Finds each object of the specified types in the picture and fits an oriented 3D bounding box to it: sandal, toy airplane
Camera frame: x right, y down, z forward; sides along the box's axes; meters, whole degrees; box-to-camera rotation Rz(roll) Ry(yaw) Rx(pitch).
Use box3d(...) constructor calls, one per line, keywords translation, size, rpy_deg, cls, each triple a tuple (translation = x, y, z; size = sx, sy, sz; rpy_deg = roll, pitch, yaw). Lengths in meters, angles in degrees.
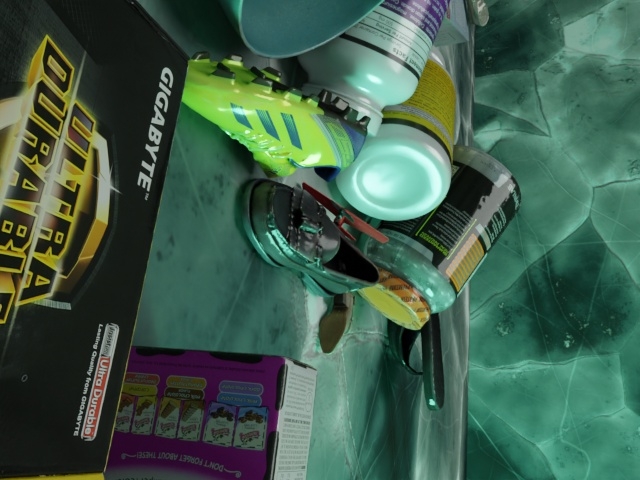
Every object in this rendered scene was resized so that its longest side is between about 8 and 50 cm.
box3d(translation=(0.208, 0.168, 1.303), size=(0.167, 0.107, 0.446), rpy_deg=(49, 32, -56), cls="sandal")
box3d(translation=(0.029, -0.032, 0.842), size=(0.028, 0.151, 0.151), rpy_deg=(-56, 151, -4), cls="toy airplane")

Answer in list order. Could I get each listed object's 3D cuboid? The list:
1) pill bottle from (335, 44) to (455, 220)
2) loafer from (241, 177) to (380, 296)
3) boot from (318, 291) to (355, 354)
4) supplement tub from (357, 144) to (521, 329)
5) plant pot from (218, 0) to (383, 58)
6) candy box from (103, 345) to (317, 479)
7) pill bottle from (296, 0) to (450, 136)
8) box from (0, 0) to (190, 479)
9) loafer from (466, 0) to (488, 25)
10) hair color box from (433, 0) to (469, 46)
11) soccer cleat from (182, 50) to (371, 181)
box3d(translation=(0.142, -0.211, 1.003), size=(0.188, 0.187, 0.334), rpy_deg=(67, 28, -43), cls="pill bottle")
box3d(translation=(0.000, 0.000, 0.770), size=(0.302, 0.095, 0.109), rpy_deg=(47, 46, -59), cls="loafer")
box3d(translation=(0.032, 0.136, 0.922), size=(0.087, 0.042, 0.118), rpy_deg=(63, 40, -62), cls="boot")
box3d(translation=(0.209, -0.005, 1.045), size=(0.316, 0.193, 0.194), rpy_deg=(-50, 142, -17), cls="supplement tub")
box3d(translation=(-0.019, -0.359, 0.571), size=(0.195, 0.290, 0.290), rpy_deg=(52, 22, 7), cls="plant pot")
box3d(translation=(-0.097, 0.205, 0.435), size=(0.071, 0.159, 0.234), rpy_deg=(42, 51, -60), cls="candy box")
box3d(translation=(0.078, -0.318, 0.791), size=(0.181, 0.181, 0.323), rpy_deg=(5, 108, -68), cls="pill bottle")
box3d(translation=(-0.197, -0.036, 0.311), size=(0.257, 0.079, 0.322), rpy_deg=(40, 52, -60), cls="box")
box3d(translation=(0.308, -0.495, 1.158), size=(0.045, 0.039, 0.125), rpy_deg=(-45, 132, -19), cls="loafer")
box3d(translation=(0.163, -0.441, 1.078), size=(0.374, 0.185, 0.114), rpy_deg=(-29, 114, -66), cls="hair color box")
box3d(translation=(-0.049, -0.122, 0.637), size=(0.289, 0.093, 0.121), rpy_deg=(4, 122, -53), cls="soccer cleat")
